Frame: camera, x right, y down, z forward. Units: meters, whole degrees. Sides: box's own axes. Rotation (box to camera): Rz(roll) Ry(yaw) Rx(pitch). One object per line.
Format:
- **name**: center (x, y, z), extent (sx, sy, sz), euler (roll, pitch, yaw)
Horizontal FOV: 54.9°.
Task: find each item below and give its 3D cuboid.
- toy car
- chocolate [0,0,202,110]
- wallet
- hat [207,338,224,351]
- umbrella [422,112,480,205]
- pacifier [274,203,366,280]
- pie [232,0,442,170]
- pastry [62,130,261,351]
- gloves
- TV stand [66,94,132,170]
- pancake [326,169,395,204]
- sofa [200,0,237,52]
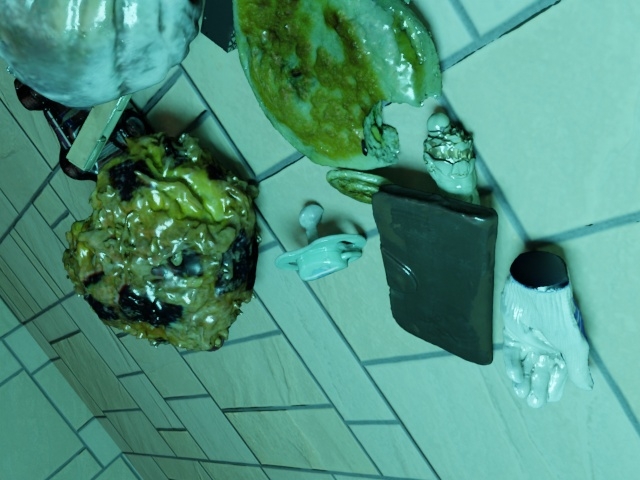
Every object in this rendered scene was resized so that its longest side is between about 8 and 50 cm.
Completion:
- **toy car**: center (-0.430, -0.253, 1.131), extent (0.193, 0.118, 0.301), euler (-22, 102, 31)
- **chocolate**: center (-0.269, -0.335, 0.803), extent (0.213, 0.303, 0.303), euler (-2, 122, 22)
- **wallet**: center (0.157, 0.054, 0.833), extent (0.165, 0.042, 0.309), euler (18, 145, 28)
- **hat**: center (-0.300, 0.177, 1.390), extent (0.205, 0.089, 0.205), euler (25, 136, 28)
- **umbrella**: center (0.159, -0.087, 0.744), extent (0.143, 0.062, 0.067), euler (67, 170, -22)
- **pacifier**: center (0.000, 0.000, 0.957), extent (0.150, 0.127, 0.116), euler (-27, 64, 35)
- **pie**: center (0.006, -0.221, 0.765), extent (0.303, 0.067, 0.302), euler (29, 140, 27)
- **pastry**: center (-0.258, 0.024, 1.062), extent (0.337, 0.292, 0.405), euler (41, 133, -7)
- **gloves**: center (0.279, 0.116, 0.763), extent (0.119, 0.097, 0.229), euler (18, 128, 40)
- **TV stand**: center (-0.353, -0.226, 1.035), extent (0.036, 0.042, 0.249), euler (35, 107, -2)
- **pancake**: center (0.059, -0.073, 0.844), extent (0.108, 0.017, 0.108), euler (15, 168, 3)
- **sofa**: center (-0.123, -0.321, 0.835), extent (0.060, 0.039, 0.118), euler (41, 142, 12)
